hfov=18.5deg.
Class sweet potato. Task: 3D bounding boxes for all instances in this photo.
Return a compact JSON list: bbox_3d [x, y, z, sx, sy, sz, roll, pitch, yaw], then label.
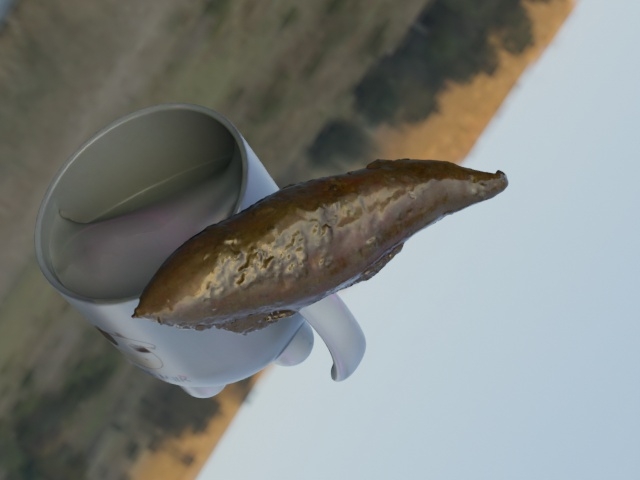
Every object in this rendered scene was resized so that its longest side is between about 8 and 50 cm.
[{"bbox_3d":[0.000,0.000,0.966,0.206,0.060,0.068,-23,135,-13],"label":"sweet potato"}]

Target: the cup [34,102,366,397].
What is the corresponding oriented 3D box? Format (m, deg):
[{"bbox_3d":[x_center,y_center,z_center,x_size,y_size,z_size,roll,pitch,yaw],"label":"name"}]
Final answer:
[{"bbox_3d":[-0.053,0.013,1.121,0.173,0.142,0.134,-9,-127,24],"label":"cup"}]
